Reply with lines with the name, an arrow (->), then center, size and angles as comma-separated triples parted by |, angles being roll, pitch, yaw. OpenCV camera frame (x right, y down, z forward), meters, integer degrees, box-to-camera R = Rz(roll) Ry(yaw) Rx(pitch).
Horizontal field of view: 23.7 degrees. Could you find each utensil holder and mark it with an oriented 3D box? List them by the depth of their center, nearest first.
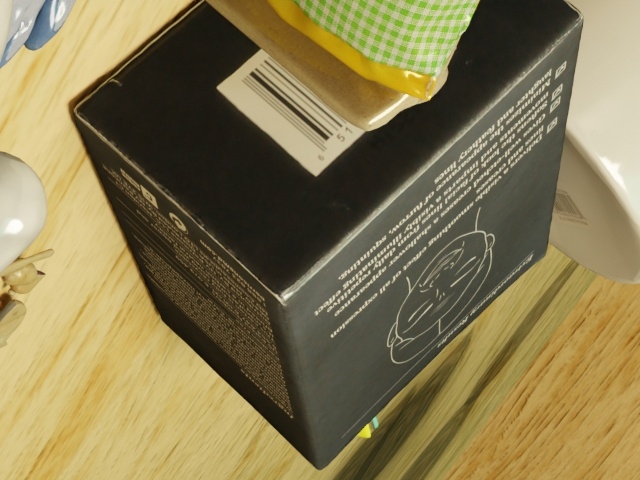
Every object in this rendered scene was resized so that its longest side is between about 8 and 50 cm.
utensil holder -> 0.313, -0.199, 1.354 | 0.385, 0.327, 0.327 | -41, 160, -9

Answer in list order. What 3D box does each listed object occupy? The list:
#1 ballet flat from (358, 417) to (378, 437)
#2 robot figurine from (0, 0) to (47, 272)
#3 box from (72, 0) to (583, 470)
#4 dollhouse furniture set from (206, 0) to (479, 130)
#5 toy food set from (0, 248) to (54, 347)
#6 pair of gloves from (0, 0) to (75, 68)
ballet flat -> -0.021, 0.115, 1.418 | 0.077, 0.231, 0.077 | -24, 131, -7
robot figurine -> -0.249, -0.056, 0.548 | 0.300, 0.199, 0.353 | 35, 110, -26
box -> 0.018, -0.040, 1.190 | 0.293, 0.212, 0.395 | -43, 159, -15
dollhouse furniture set -> -0.074, -0.173, 0.603 | 0.151, 0.301, 0.197 | -36, 160, -36
toy food set -> -0.239, 0.046, 1.103 | 0.078, 0.019, 0.122 | -24, 157, -49
pair of gloves -> -0.174, -0.166, 0.830 | 0.159, 0.023, 0.198 | -50, 161, 1
